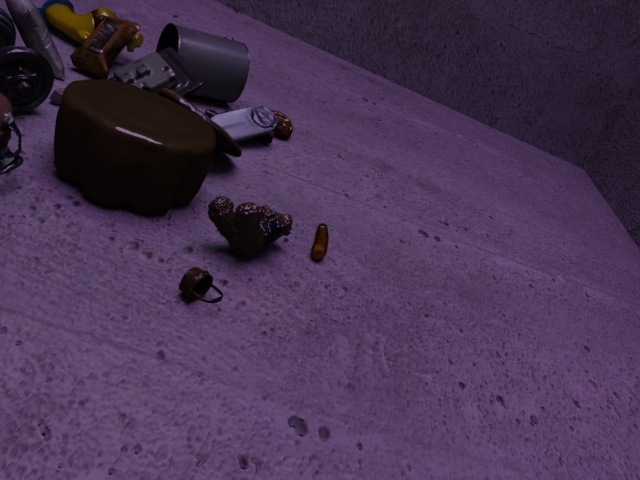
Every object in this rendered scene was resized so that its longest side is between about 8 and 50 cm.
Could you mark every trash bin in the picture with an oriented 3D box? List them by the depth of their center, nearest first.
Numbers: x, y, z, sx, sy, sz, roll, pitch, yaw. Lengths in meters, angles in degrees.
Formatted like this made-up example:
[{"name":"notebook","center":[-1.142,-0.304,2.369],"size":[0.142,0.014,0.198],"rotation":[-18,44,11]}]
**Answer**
[{"name":"trash bin","center":[-0.408,-0.601,2.160],"size":[0.262,0.217,0.277],"rotation":[5,60,-35]}]

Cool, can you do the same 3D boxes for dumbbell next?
[{"name":"dumbbell","center":[-0.840,-0.482,1.644],"size":[0.179,0.179,0.406],"rotation":[-7,42,-46]}]

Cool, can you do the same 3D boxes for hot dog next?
[{"name":"hot dog","center":[-0.164,-0.409,2.197],"size":[0.147,0.065,0.099],"rotation":[27,37,-2]}]

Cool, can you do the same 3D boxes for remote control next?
[{"name":"remote control","center":[-0.247,-0.366,1.998],"size":[0.247,0.052,0.104],"rotation":[-22,73,-36]}]

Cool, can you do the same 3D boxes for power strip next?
[{"name":"power strip","center":[-0.516,-0.488,1.894],"size":[0.257,0.092,0.251],"rotation":[-34,47,-12]}]

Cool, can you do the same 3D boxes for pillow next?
[{"name":"pillow","center":[-0.816,-0.590,1.807],"size":[0.078,0.254,0.144],"rotation":[-32,60,-18]}]

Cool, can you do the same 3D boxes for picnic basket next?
[{"name":"picnic basket","center":[-0.235,0.097,1.268],"size":[0.083,0.072,0.072],"rotation":[35,29,19]}]

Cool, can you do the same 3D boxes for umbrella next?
[{"name":"umbrella","center":[-0.266,-0.379,2.068],"size":[0.235,0.059,0.066],"rotation":[19,11,-15]}]

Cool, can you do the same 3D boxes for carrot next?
[{"name":"carrot","center":[0.000,0.000,1.660],"size":[0.042,0.042,0.171],"rotation":[22,25,-7]}]

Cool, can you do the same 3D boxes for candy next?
[{"name":"candy","center":[-0.696,-0.638,2.031],"size":[0.143,0.101,0.271],"rotation":[21,55,-6]}]

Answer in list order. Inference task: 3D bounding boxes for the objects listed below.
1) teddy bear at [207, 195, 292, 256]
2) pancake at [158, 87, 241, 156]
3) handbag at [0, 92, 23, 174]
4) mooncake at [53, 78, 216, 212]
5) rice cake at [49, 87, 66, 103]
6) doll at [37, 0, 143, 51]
[{"name":"teddy bear","center":[-0.166,-0.027,1.477],"size":[0.181,0.129,0.251],"rotation":[16,3,28]},{"name":"pancake","center":[-0.338,-0.330,1.784],"size":[0.288,0.033,0.286],"rotation":[39,-4,-19]},{"name":"handbag","center":[-0.757,-0.220,1.302],"size":[0.283,0.149,0.302],"rotation":[23,26,-9]},{"name":"mooncake","center":[-0.450,-0.228,1.526],"size":[0.378,0.201,0.378],"rotation":[22,24,-10]},{"name":"rice cake","center":[-0.685,-0.420,1.804],"size":[0.036,0.047,0.206],"rotation":[39,31,11]},{"name":"doll","center":[-0.800,-0.736,2.154],"size":[0.362,0.145,0.199],"rotation":[18,33,0]}]
